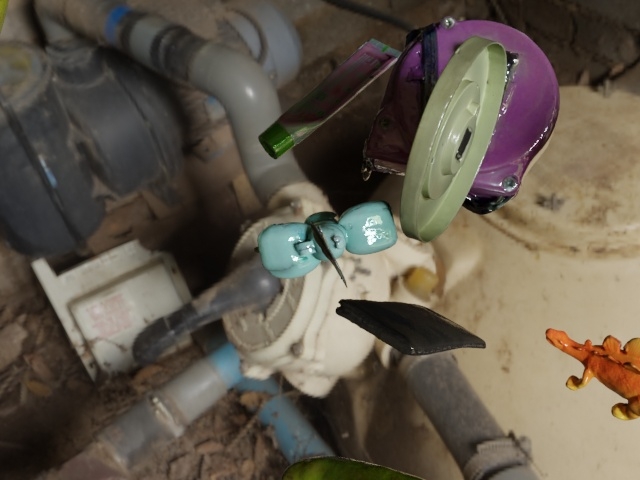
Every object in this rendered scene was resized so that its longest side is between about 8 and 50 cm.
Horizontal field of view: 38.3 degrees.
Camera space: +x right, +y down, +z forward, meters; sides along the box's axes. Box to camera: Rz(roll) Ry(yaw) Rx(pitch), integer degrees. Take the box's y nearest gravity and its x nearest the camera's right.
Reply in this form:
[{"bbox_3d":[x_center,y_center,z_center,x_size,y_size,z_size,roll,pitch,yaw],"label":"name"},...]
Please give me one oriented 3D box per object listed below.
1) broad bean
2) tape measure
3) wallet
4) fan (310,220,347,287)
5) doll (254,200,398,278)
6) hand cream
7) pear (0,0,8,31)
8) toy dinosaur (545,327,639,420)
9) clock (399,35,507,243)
[{"bbox_3d":[0.114,0.293,0.996,0.339,0.061,0.077,10,55,15],"label":"broad bean"},{"bbox_3d":[0.193,-0.165,1.214,0.232,0.149,0.245,15,85,11],"label":"tape measure"},{"bbox_3d":[0.128,0.114,1.224,0.124,0.244,0.025,29,100,31],"label":"wallet"},{"bbox_3d":[0.004,0.005,0.682,0.004,0.083,0.056,-30,68,-4],"label":"fan"},{"bbox_3d":[0.000,0.000,0.973,0.159,0.059,0.159,-15,5,-34],"label":"doll"},{"bbox_3d":[0.013,-0.240,1.527,0.275,0.050,0.079,-41,74,-13],"label":"hand cream"},{"bbox_3d":[-0.446,-0.207,0.843,0.288,0.375,0.287,20,35,-14],"label":"pear"},{"bbox_3d":[0.416,0.188,1.171,0.288,0.117,0.070,34,60,16],"label":"toy dinosaur"},{"bbox_3d":[0.148,-0.108,1.011,0.029,0.235,0.235,21,52,19],"label":"clock"}]
